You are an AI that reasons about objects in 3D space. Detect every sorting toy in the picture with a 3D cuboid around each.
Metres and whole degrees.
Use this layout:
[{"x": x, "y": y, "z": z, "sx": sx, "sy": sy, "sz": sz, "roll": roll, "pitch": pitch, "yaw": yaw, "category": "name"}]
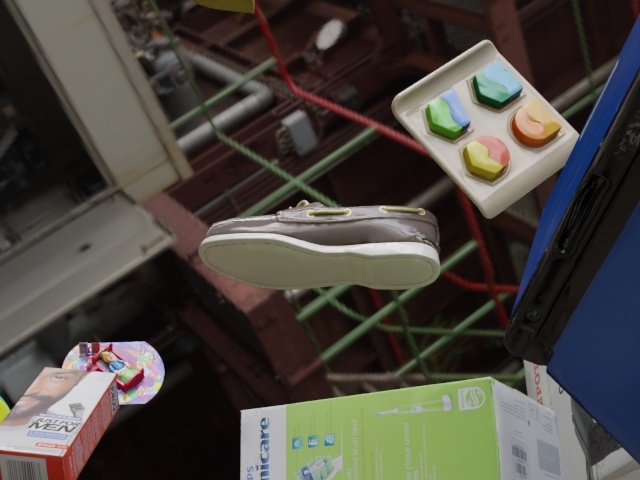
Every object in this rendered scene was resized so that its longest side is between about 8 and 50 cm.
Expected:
[{"x": 0.228, "y": -0.157, "z": 1.334, "sx": 0.208, "sy": 0.193, "sz": 0.038, "roll": 51, "pitch": -22, "yaw": 11, "category": "sorting toy"}]

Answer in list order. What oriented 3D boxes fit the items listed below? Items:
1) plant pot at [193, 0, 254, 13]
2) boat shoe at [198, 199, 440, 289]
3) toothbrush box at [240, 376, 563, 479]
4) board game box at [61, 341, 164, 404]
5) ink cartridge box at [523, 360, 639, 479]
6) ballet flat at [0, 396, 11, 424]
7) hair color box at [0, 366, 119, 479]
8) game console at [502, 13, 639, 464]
[{"x": -0.115, "y": -0.299, "z": 1.085, "sx": 0.081, "sy": 0.083, "sz": 0.081, "roll": 116, "pitch": -28, "yaw": -85, "category": "plant pot"}, {"x": 0.000, "y": 0.000, "z": 1.348, "sx": 0.116, "sy": 0.324, "sz": 0.096, "roll": 84, "pitch": 9, "yaw": -55, "category": "boat shoe"}, {"x": 0.087, "y": 0.235, "z": 1.034, "sx": 0.206, "sy": 0.283, "sz": 0.122, "roll": 33, "pitch": 52, "yaw": -55, "category": "toothbrush box"}, {"x": -0.344, "y": 0.211, "z": 1.644, "sx": 0.133, "sy": 0.169, "sz": 0.033, "roll": -104, "pitch": -161, "yaw": -45, "category": "board game box"}, {"x": 0.376, "y": 0.184, "z": 1.175, "sx": 0.307, "sy": 0.129, "sz": 0.223, "roll": 121, "pitch": -26, "yaw": -54, "category": "ink cartridge box"}, {"x": -0.529, "y": 0.358, "z": 1.614, "sx": 0.077, "sy": 0.077, "sz": 0.231, "roll": -72, "pitch": 160, "yaw": -63, "category": "ballet flat"}, {"x": -0.299, "y": 0.209, "z": 1.114, "sx": 0.167, "sy": 0.093, "sz": 0.053, "roll": -70, "pitch": 162, "yaw": -66, "category": "hair color box"}, {"x": 0.252, "y": -0.015, "z": 0.656, "sx": 0.173, "sy": 0.250, "sz": 0.293, "roll": 23, "pitch": -46, "yaw": 6, "category": "game console"}]
